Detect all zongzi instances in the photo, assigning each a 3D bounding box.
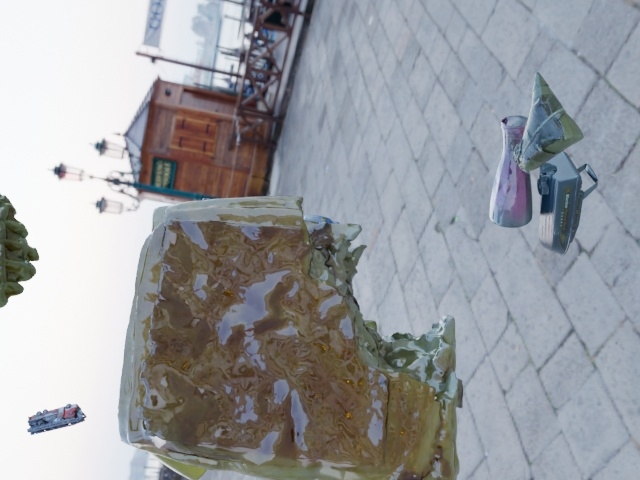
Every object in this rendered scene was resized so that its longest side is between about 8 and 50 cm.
[{"bbox_3d":[0.323,-0.175,0.885,0.109,0.055,0.119,-43,69,52],"label":"zongzi"}]

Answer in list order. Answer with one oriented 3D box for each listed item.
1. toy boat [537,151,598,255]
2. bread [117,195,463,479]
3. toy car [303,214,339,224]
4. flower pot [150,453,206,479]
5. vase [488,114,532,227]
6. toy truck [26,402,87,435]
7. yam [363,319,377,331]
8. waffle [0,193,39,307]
[{"bbox_3d":[0.484,-0.062,1.162,0.093,0.103,0.246,-92,-9,-49],"label":"toy boat"},{"bbox_3d":[-0.026,0.122,0.683,0.191,0.370,0.314,100,175,-70],"label":"bread"},{"bbox_3d":[0.000,0.000,1.472,0.191,0.097,0.100,80,-157,-50],"label":"toy car"},{"bbox_3d":[-0.317,0.406,1.292,0.195,0.179,0.195,-48,20,25],"label":"flower pot"},{"bbox_3d":[0.379,-0.135,1.144,0.086,0.086,0.214,-103,4,-58],"label":"vase"},{"bbox_3d":[-0.373,0.253,0.825,0.032,0.083,0.024,-106,3,-48],"label":"toy truck"},{"bbox_3d":[0.088,0.239,1.316,0.070,0.069,0.146,-98,8,-51],"label":"yam"},{"bbox_3d":[-0.475,-0.003,0.757,0.054,0.214,0.208,-26,16,23],"label":"waffle"}]
